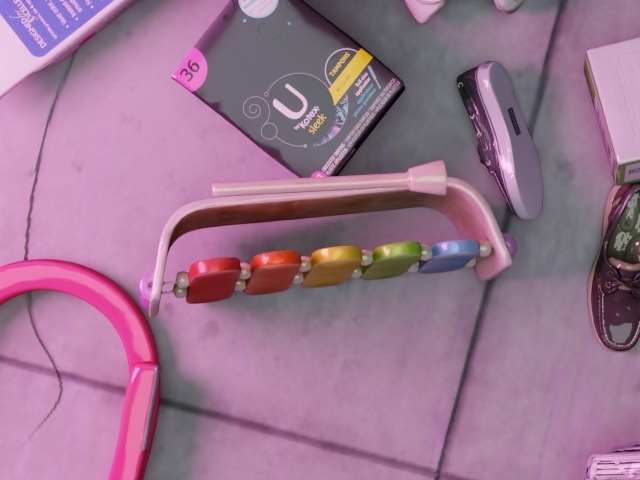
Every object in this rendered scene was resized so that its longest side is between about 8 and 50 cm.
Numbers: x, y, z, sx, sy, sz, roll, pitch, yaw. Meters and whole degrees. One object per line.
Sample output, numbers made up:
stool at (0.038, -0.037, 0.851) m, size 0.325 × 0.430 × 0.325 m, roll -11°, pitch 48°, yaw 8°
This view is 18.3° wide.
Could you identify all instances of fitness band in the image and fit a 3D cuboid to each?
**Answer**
fitness band at (-0.252, 0.161, 1.749) m, size 0.209 × 0.054 × 0.291 m, roll 13°, pitch 92°, yaw 5°

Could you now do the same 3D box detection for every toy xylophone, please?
toy xylophone at (0.000, 0.000, 1.643) m, size 0.322 × 0.236 × 0.081 m, roll -7°, pitch 82°, yaw 1°

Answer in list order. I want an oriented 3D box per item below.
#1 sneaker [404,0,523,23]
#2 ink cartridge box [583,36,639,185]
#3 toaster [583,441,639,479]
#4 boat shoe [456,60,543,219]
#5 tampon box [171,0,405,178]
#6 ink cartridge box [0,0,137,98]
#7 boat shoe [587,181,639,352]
sneaker at (0.076, -0.247, 1.698) m, size 0.232 × 0.090 × 0.115 m, roll 12°, pitch 96°, yaw 3°
ink cartridge box at (0.339, -0.127, 1.685) m, size 0.209 × 0.062 × 0.109 m, roll -14°, pitch 71°, yaw 3°
toaster at (0.312, 0.244, 1.668) m, size 0.227 × 0.129 × 0.146 m, roll -8°, pitch 88°, yaw 37°
boat shoe at (0.156, -0.085, 1.723) m, size 0.040 × 0.049 × 0.142 m, roll -14°, pitch 94°, yaw 36°
tampon box at (-0.025, -0.136, 1.698) m, size 0.161 × 0.101 × 0.120 m, roll 38°, pitch 93°, yaw 1°
ink cartridge box at (-0.199, -0.290, 1.720) m, size 0.371 × 0.069 × 0.176 m, roll -38°, pitch 91°, yaw 1°
boat shoe at (0.262, 0.022, 1.716) m, size 0.056 × 0.049 × 0.152 m, roll 3°, pitch 92°, yaw 3°
